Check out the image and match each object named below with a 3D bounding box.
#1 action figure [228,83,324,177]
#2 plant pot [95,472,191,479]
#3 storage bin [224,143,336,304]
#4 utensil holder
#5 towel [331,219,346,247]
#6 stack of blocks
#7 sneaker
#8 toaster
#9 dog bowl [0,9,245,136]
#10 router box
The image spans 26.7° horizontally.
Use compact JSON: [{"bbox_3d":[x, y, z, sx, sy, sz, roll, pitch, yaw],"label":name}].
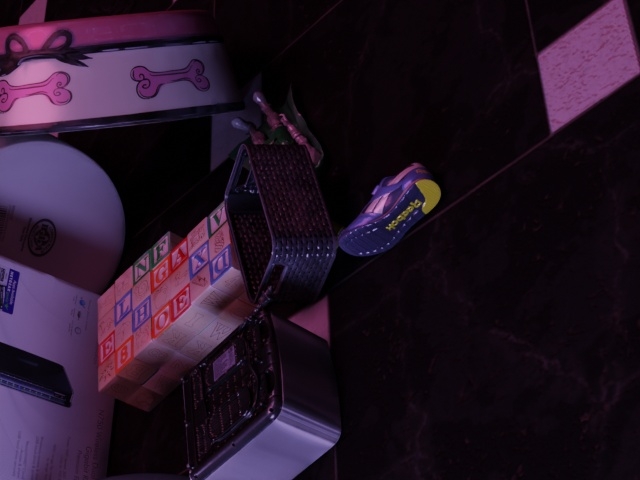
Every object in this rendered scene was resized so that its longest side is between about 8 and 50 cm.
[{"bbox_3d":[-0.052,-0.122,1.825,0.137,0.063,0.232,-52,37,11],"label":"action figure"},{"bbox_3d":[-0.249,0.397,1.586,0.290,0.195,0.290,-33,43,37],"label":"plant pot"},{"bbox_3d":[-0.052,-0.021,1.663,0.122,0.084,0.180,112,150,-46],"label":"storage bin"},{"bbox_3d":[-0.529,-0.044,2.200,0.385,0.327,0.328,22,85,55],"label":"utensil holder"},{"bbox_3d":[0.000,0.000,1.702,0.083,0.009,0.060,29,92,58],"label":"towel"},{"bbox_3d":[-0.184,0.076,1.832,0.297,0.087,0.171,-42,37,30],"label":"stack of blocks"},{"bbox_3d":[0.080,-0.036,1.581,0.144,0.053,0.059,-38,37,22],"label":"sneaker"},{"bbox_3d":[-0.069,0.184,1.568,0.185,0.110,0.168,-43,37,28],"label":"toaster"},{"bbox_3d":[-0.317,-0.242,1.945,0.408,0.408,0.150,7,104,56],"label":"dog bowl"},{"bbox_3d":[-0.434,0.197,1.886,0.082,0.301,0.335,-31,46,41],"label":"router box"}]
